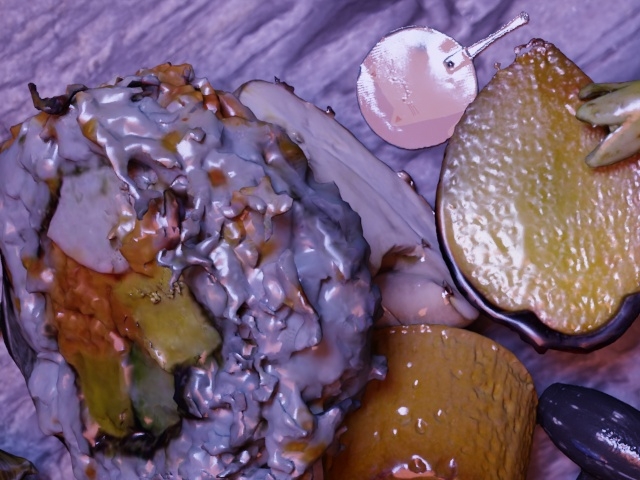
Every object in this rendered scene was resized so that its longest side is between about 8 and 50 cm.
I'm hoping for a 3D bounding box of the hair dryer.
[{"bbox_3d":[0.253,0.250,0.895,0.195,0.075,0.219,32,121,38],"label":"hair dryer"}]

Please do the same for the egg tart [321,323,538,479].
[{"bbox_3d":[0.083,0.182,0.861,0.202,0.147,0.203,5,128,7],"label":"egg tart"}]

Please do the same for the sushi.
[{"bbox_3d":[-0.121,0.052,0.840,0.417,0.176,0.418,19,118,40],"label":"sushi"}]

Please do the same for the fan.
[{"bbox_3d":[0.114,-0.157,0.940,0.175,0.005,0.113,-32,86,13],"label":"fan"}]

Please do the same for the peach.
[{"bbox_3d":[0.192,-0.036,0.889,0.189,0.068,0.279,2,74,2],"label":"peach"}]

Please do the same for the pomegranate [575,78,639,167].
[{"bbox_3d":[0.331,-0.126,0.800,0.263,0.211,0.211,-16,90,38],"label":"pomegranate"}]

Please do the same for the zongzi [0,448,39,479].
[{"bbox_3d":[-0.448,0.293,1.054,0.288,0.134,0.286,23,104,25],"label":"zongzi"}]

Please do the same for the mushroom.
[{"bbox_3d":[0.000,0.000,0.915,0.285,0.156,0.151,44,121,-1],"label":"mushroom"}]
